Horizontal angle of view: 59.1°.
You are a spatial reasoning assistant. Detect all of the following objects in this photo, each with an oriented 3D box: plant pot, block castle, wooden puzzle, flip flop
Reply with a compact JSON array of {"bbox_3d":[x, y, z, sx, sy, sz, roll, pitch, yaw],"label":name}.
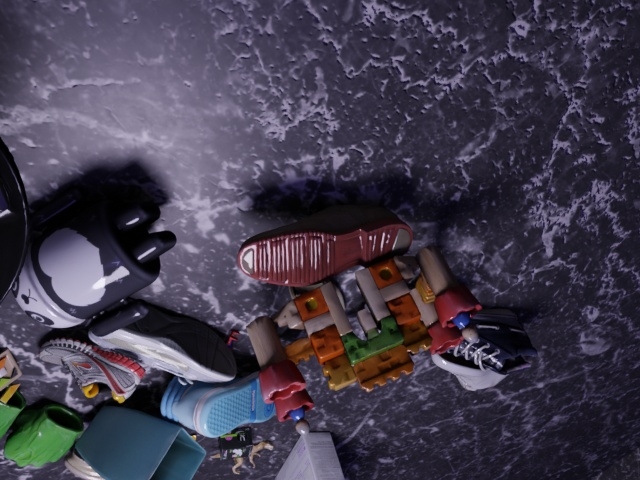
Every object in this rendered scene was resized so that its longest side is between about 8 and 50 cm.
[{"bbox_3d":[-0.422,0.483,1.283,0.234,0.165,0.165,16,147,24],"label":"plant pot"},{"bbox_3d":[0.094,0.220,1.172,0.453,0.213,0.303,-22,154,-7],"label":"block castle"},{"bbox_3d":[-0.648,0.268,1.148,0.014,0.078,0.116,0,126,28],"label":"wooden puzzle"},{"bbox_3d":[-0.011,0.113,1.230,0.112,0.080,0.277,-20,138,-2],"label":"flip flop"}]

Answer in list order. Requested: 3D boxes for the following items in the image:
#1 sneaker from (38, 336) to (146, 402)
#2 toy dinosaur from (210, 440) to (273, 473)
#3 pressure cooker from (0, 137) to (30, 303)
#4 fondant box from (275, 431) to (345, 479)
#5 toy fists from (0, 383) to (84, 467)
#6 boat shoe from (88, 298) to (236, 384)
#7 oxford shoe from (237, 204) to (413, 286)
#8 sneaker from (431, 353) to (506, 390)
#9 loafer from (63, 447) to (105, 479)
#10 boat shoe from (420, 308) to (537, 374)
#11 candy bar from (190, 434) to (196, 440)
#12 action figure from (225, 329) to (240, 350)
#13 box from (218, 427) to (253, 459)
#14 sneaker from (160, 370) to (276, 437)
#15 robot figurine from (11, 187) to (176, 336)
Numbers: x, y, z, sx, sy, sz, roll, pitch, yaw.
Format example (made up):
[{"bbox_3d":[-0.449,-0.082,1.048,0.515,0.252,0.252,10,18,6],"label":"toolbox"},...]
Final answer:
[{"bbox_3d":[-0.476,0.261,1.145,0.225,0.092,0.088,14,151,12],"label":"sneaker"},{"bbox_3d":[-0.227,0.599,1.581,0.183,0.053,0.092,-3,113,-26],"label":"toy dinosaur"},{"bbox_3d":[-0.603,-0.048,0.707,0.375,0.420,0.370,-43,130,-27],"label":"pressure cooker"},{"bbox_3d":[-0.014,0.743,1.571,0.096,0.330,0.238,11,124,-25],"label":"fondant box"},{"bbox_3d":[-0.673,0.405,1.240,0.142,0.096,0.279,-46,127,3],"label":"toy fists"},{"bbox_3d":[-0.326,0.229,1.207,0.320,0.118,0.103,29,122,-29],"label":"boat shoe"},{"bbox_3d":[0.000,0.000,1.113,0.348,0.130,0.123,-6,125,-20],"label":"oxford shoe"},{"bbox_3d":[0.402,0.364,1.556,0.290,0.106,0.123,18,117,-31],"label":"sneaker"},{"bbox_3d":[-0.496,0.547,1.414,0.268,0.102,0.092,19,87,-24],"label":"loafer"},{"bbox_3d":[0.387,0.259,1.434,0.340,0.158,0.127,-2,127,-17],"label":"boat shoe"},{"bbox_3d":[-0.361,0.580,1.531,0.040,0.018,0.161,2,127,-15],"label":"candy bar"},{"bbox_3d":[-0.218,0.261,1.313,0.030,0.038,0.115,25,117,-14],"label":"action figure"},{"bbox_3d":[-0.229,0.546,1.518,0.083,0.062,0.052,1,128,-20],"label":"box"},{"bbox_3d":[-0.242,0.365,1.348,0.319,0.208,0.127,11,83,-60],"label":"sneaker"},{"bbox_3d":[-0.396,0.037,0.984,0.278,0.209,0.173,-29,143,5],"label":"robot figurine"}]
